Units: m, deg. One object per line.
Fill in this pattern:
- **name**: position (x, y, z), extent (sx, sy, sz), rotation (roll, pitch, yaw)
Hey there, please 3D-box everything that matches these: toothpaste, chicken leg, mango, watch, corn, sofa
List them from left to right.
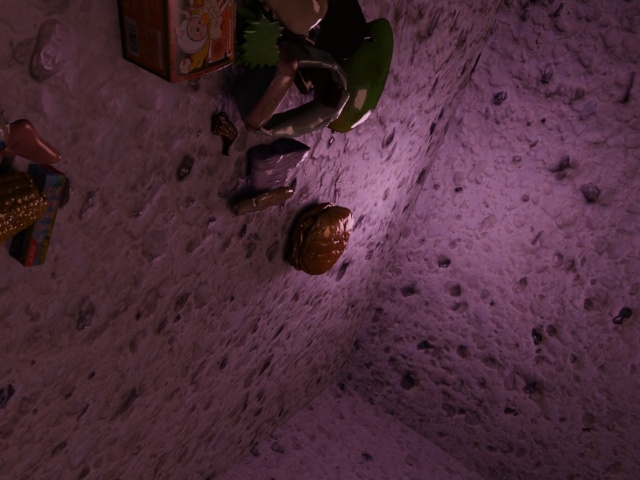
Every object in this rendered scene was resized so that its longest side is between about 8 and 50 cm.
- **corn**: position (-0.606, 0.006, 0.841), extent (0.363, 0.120, 0.120), rotation (-44, 153, -38)
- **toothpaste**: position (-0.529, -0.041, 1.005), extent (0.044, 0.070, 0.194), rotation (-14, 130, -63)
- **chicken leg**: position (-0.245, -0.275, 1.377), extent (0.062, 0.037, 0.145), rotation (-32, 151, -8)
- **watch**: position (-0.062, -0.369, 1.337), extent (0.241, 0.162, 0.253), rotation (15, 130, -40)
- **sofa**: position (-0.005, -0.552, 1.443), extent (0.258, 0.182, 0.200), rotation (-54, 140, -15)
- **mango**: position (0.110, -0.512, 1.633), extent (0.382, 0.201, 0.225), rotation (-62, 150, -5)

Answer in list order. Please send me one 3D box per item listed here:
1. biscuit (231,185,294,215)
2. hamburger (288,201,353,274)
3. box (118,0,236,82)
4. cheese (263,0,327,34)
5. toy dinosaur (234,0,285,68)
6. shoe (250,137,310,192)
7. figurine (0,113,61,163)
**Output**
- **biscuit**: position (-0.155, -0.130, 1.647), extent (0.141, 0.038, 0.289), rotation (-25, 178, 33)
- **hamburger**: position (0.000, 0.000, 2.085), extent (0.318, 0.158, 0.319), rotation (-44, 152, -31)
- **box**: position (-0.262, -0.429, 1.000), extent (0.177, 0.148, 0.195), rotation (-37, 148, -42)
- **cheese**: position (-0.102, -0.640, 1.086), extent (0.328, 0.129, 0.351), rotation (40, 41, -39)
- **toy dinosaur**: position (-0.155, -0.494, 1.188), extent (0.194, 0.177, 0.152), rotation (-19, 141, -18)
- **shoe**: position (-0.126, -0.230, 1.624), extent (0.245, 0.095, 0.138), rotation (-27, 145, -48)
- **figurine**: position (-0.529, -0.222, 0.699), extent (0.421, 0.154, 0.193), rotation (78, 12, -48)
